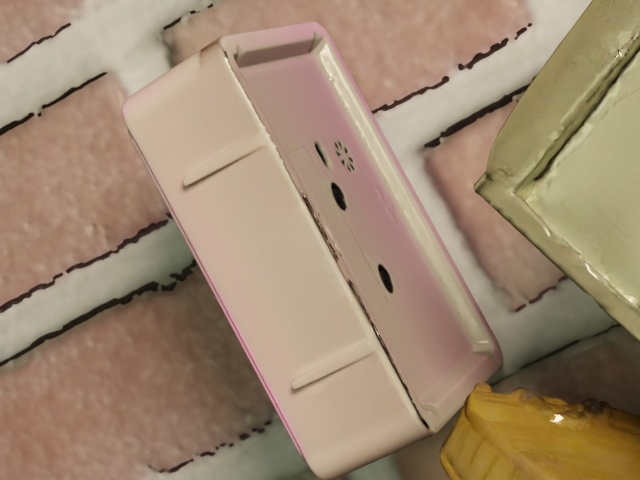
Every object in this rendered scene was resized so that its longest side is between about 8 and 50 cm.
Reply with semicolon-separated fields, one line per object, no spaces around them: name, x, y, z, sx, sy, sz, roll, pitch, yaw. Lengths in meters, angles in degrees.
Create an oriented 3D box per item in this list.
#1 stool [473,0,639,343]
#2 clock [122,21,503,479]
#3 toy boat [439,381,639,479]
stool;0.250;-0.030;0.710;0.270;0.170;0.244;46;110;26
clock;0.000;0.000;0.839;0.063;0.150;0.197;-29;90;21
toy boat;0.208;0.136;0.800;0.321;0.121;0.089;20;117;-5
